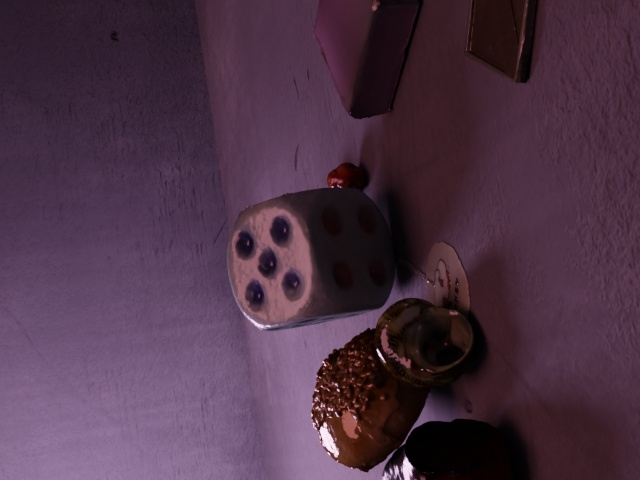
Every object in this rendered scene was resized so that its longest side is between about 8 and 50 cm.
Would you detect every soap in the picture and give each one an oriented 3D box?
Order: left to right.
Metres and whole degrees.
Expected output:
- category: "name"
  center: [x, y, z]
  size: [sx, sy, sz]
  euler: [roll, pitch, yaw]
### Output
- category: "soap"
  center: [0.082, -0.444, 1.804]
  size: [0.296, 0.107, 0.285]
  euler: [104, 154, -52]

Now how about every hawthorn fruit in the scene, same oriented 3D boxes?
- category: "hawthorn fruit"
  center: [0.061, -0.131, 2.035]
  size: [0.093, 0.093, 0.093]
  euler: [174, 90, -74]
- category: "hawthorn fruit"
  center: [0.239, 0.415, 1.486]
  size: [0.189, 0.189, 0.251]
  euler: [175, 76, -74]

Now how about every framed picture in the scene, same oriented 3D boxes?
- category: "framed picture"
  center: [0.268, -0.381, 1.339]
  size: [0.189, 0.023, 0.260]
  euler: [-127, 34, -61]

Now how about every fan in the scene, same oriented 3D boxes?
- category: "fan"
  center: [0.210, 0.079, 1.731]
  size: [0.329, 0.009, 0.191]
  euler: [-138, 44, -66]

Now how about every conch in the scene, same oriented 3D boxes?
- category: "conch"
  center: [0.192, 0.179, 1.618]
  size: [0.124, 0.187, 0.181]
  euler: [38, -148, -55]

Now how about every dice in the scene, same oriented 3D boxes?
- category: "dice"
  center: [-0.018, 0.043, 1.897]
  size: [0.264, 0.268, 0.263]
  euler: [-17, 82, 41]

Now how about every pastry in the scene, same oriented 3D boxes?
- category: "pastry"
  center: [0.085, 0.302, 1.781]
  size: [0.284, 0.184, 0.315]
  euler: [-59, 7, -2]

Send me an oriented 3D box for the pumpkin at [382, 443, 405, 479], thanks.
- category: "pumpkin"
  center: [0.195, 0.479, 1.681]
  size: [0.211, 0.152, 0.212]
  euler: [170, 90, -68]
